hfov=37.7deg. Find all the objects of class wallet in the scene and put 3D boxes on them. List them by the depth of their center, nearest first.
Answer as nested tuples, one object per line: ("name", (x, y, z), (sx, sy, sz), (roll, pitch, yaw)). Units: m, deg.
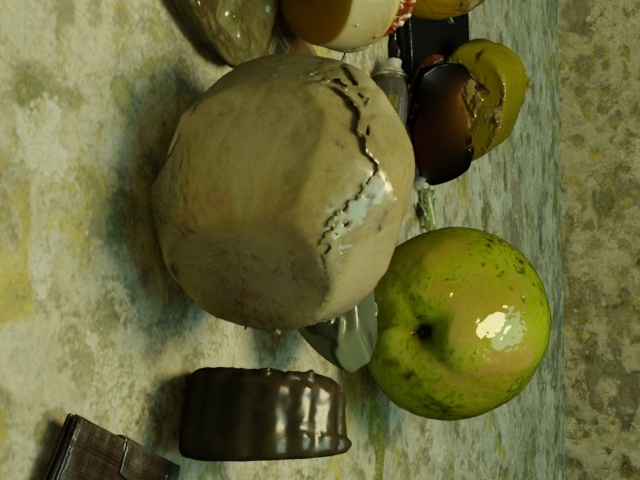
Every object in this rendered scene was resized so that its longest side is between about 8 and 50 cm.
("wallet", (-0.244, 0.291, 1.093), (0.230, 0.042, 0.124), (49, 51, -53))
("wallet", (0.247, -0.458, 2.084), (0.406, 0.062, 0.229), (-16, 105, -63))

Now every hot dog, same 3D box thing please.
("hot dog", (0.238, -0.268, 1.956), (0.194, 0.107, 0.326), (-22, 140, -23))

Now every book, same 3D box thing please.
("book", (-0.043, -0.262, 1.529), (0.242, 0.018, 0.170), (55, 43, -49))

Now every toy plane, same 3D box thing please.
("toy plane", (0.240, -0.067, 2.099), (0.102, 0.040, 0.111), (-14, 104, -62))

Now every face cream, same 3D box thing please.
("face cream", (0.130, -0.215, 1.826), (0.073, 0.073, 0.284), (25, 68, -62))

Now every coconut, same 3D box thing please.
("coconut", (-0.040, -0.068, 1.213), (0.352, 0.352, 0.353), (1, 90, -64))

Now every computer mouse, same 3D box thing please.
("computer mouse", (-0.003, -0.002, 1.479), (0.228, 0.145, 0.429), (36, 47, -68))

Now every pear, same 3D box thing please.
("pear", (0.242, 0.162, 1.761), (0.391, 0.391, 0.391), (1, 90, -64))

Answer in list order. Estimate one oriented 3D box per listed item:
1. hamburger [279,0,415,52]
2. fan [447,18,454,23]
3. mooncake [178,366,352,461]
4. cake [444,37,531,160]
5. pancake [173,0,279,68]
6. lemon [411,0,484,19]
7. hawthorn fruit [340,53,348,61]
("hamburger", (0.028, -0.434, 1.428), (0.151, 0.227, 0.295), (-18, 96, -42))
("fan", (0.227, -0.552, 1.982), (0.152, 0.008, 0.227), (-7, 69, -64))
("mooncake", (-0.072, 0.228, 1.243), (0.228, 0.228, 0.124), (24, 63, -62))
("cake", (0.346, -0.307, 2.066), (0.156, 0.179, 0.261), (-37, 155, -48))
("pancake", (-0.133, -0.381, 1.303), (0.294, 0.049, 0.295), (0, 90, -68))
("lemon", (0.215, -0.555, 1.763), (0.293, 0.293, 0.293), (1, 90, -64))
("hawthorn fruit", (0.064, -0.388, 1.586), (0.165, 0.165, 0.286), (43, 55, -57))
